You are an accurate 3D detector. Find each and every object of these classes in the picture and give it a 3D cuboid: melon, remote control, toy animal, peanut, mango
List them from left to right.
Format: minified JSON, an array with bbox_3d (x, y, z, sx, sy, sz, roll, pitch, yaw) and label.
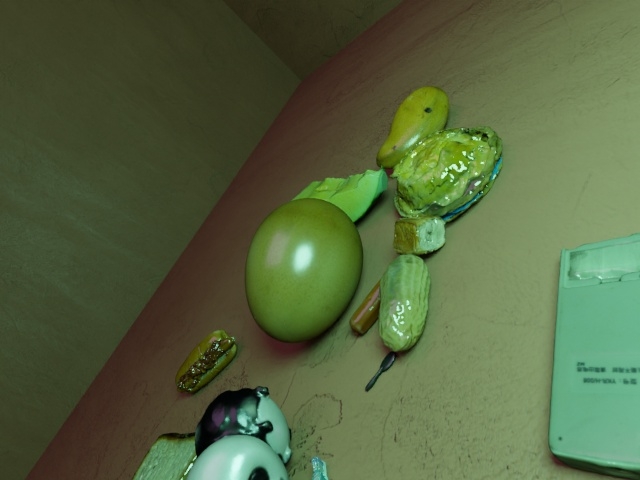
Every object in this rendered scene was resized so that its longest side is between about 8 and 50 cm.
[{"bbox_3d":[-0.131,0.381,0.682,0.165,0.187,0.235,-22,24,3],"label":"toy animal"},{"bbox_3d":[0.062,-0.106,1.122,0.323,0.124,0.196,-6,41,47],"label":"melon"},{"bbox_3d":[0.142,0.105,0.728,0.093,0.083,0.194,-12,42,35],"label":"peanut"},{"bbox_3d":[0.245,-0.286,1.085,0.157,0.109,0.262,19,76,55],"label":"mango"},{"bbox_3d":[0.329,0.109,0.466,0.123,0.038,0.285,-21,36,46],"label":"remote control"}]

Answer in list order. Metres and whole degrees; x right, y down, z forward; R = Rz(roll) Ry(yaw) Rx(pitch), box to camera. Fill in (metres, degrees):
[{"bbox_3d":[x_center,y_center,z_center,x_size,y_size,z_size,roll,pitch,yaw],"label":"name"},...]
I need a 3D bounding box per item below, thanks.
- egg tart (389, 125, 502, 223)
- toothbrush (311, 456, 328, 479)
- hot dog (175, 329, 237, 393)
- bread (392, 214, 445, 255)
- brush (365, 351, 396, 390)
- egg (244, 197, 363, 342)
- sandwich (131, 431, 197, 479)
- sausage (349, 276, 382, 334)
[{"bbox_3d":[0.245,-0.151,0.888,0.291,0.107,0.291,-40,25,23],"label":"egg tart"},{"bbox_3d":[0.009,0.444,0.556,0.030,0.030,0.304,-41,29,21],"label":"toothbrush"},{"bbox_3d":[-0.331,0.347,1.185,0.249,0.102,0.076,-44,-11,14],"label":"hot dog"},{"bbox_3d":[0.189,-0.007,0.799,0.083,0.077,0.070,-13,16,-30],"label":"bread"},{"bbox_3d":[0.104,0.225,0.717,0.083,0.008,0.024,-52,26,-3],"label":"brush"},{"bbox_3d":[-0.038,0.060,0.901,0.250,0.250,0.323,-18,45,51],"label":"egg"},{"bbox_3d":[-0.332,0.556,0.895,0.301,0.099,0.271,-29,27,45],"label":"sandwich"},{"bbox_3d":[0.104,0.127,0.815,0.131,0.041,0.039,-53,46,-3],"label":"sausage"}]
